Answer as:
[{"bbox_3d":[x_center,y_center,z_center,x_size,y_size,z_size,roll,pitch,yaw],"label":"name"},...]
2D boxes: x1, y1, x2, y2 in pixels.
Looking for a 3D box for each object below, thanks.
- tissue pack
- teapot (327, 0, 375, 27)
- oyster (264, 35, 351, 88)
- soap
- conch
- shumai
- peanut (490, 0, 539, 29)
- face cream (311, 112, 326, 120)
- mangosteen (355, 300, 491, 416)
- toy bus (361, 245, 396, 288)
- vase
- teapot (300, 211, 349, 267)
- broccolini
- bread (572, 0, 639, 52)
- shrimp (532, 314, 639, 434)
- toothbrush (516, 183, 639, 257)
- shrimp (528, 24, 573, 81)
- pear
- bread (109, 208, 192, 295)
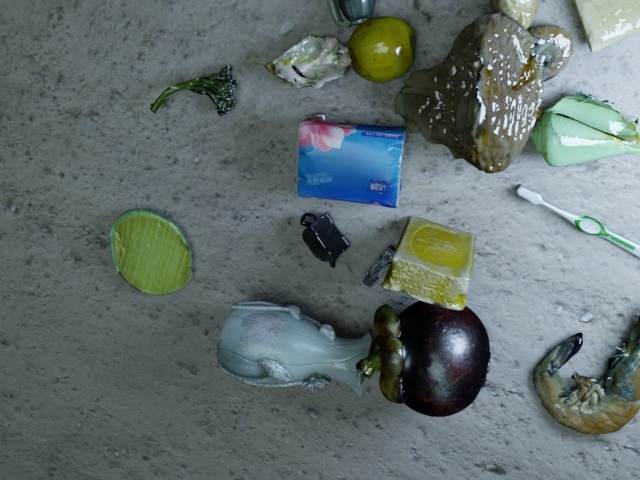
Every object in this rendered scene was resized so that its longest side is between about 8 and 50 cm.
[{"bbox_3d":[0.079,-0.195,1.423,0.270,0.137,0.209,8,117,8],"label":"tissue pack"},{"bbox_3d":[0.083,-0.563,1.336,0.092,0.124,0.091,-21,116,-16],"label":"teapot"},{"bbox_3d":[-0.023,-0.442,1.417,0.209,0.072,0.133,-29,93,4],"label":"oyster"},{"bbox_3d":[0.276,0.046,1.365,0.199,0.315,0.091,17,113,12],"label":"soap"},{"bbox_3d":[0.602,-0.254,1.262,0.251,0.143,0.137,-15,147,10],"label":"conch"},{"bbox_3d":[0.340,-0.330,1.291,0.283,0.217,0.346,15,122,58],"label":"shumai"},{"bbox_3d":[0.399,-0.585,1.199,0.111,0.125,0.274,-19,111,9],"label":"peanut"},{"bbox_3d":[0.001,-0.297,1.483,0.040,0.021,0.083,-6,108,18],"label":"face cream"},{"bbox_3d":[0.288,0.299,1.467,0.330,0.330,0.330,6,111,15],"label":"mangosteen"},{"bbox_3d":[0.167,0.073,1.554,0.037,0.052,0.130,37,114,6],"label":"toy bus"},{"bbox_3d":[-0.062,0.320,1.627,0.445,0.250,0.250,10,112,10],"label":"vase"},{"bbox_3d":[0.000,0.000,1.566,0.096,0.087,0.177,-27,101,47],"label":"teapot"},{"bbox_3d":[-0.345,-0.383,1.535,0.271,0.062,0.123,-15,90,16],"label":"broccolini"},{"bbox_3d":[0.646,-0.502,1.186,0.178,0.060,0.139,-18,102,23],"label":"bread"},{"bbox_3d":[0.737,0.328,1.466,0.272,0.085,0.445,23,119,14],"label":"shrimp"},{"bbox_3d":[0.671,-0.031,1.366,0.418,0.040,0.042,29,113,5],"label":"toothbrush"},{"bbox_3d":[0.466,-0.414,1.286,0.223,0.047,0.126,-14,115,20],"label":"shrimp"},{"bbox_3d":[0.144,-0.450,1.313,0.162,0.149,0.149,-8,107,15],"label":"pear"},{"bbox_3d":[-0.533,0.038,1.761,0.301,0.045,0.301,6,114,14],"label":"bread"}]
